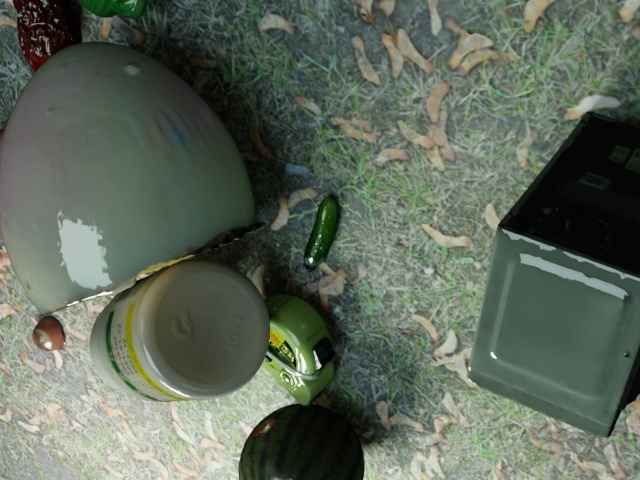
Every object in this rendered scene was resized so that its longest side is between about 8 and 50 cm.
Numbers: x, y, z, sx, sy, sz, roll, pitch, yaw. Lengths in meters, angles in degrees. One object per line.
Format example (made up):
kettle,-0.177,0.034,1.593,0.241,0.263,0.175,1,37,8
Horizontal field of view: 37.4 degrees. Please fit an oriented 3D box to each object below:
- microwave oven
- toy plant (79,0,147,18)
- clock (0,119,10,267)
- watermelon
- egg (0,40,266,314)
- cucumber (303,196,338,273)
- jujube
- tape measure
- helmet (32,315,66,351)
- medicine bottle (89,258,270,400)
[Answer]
microwave oven,0.309,0.029,1.030,0.181,0.295,0.237,22,129,22
toy plant,-0.282,-0.419,1.287,0.154,0.088,0.240,29,126,35
clock,-0.509,-0.090,1.636,0.227,0.142,0.241,-12,102,38
watermelon,-0.028,0.369,1.548,0.212,0.212,0.212,18,127,25
egg,-0.296,-0.108,1.329,0.354,0.354,0.340,-19,94,41
cucumber,0.000,0.000,1.404,0.037,0.037,0.155,30,132,15
jujube,-0.413,-0.326,1.429,0.104,0.104,0.166,7,121,31
tape measure,-0.048,0.158,1.503,0.177,0.087,0.154,41,143,12
helmet,-0.550,0.199,1.902,0.065,0.049,0.084,10,124,28
medicine bottle,-0.240,0.154,1.507,0.208,0.208,0.339,55,151,-8
